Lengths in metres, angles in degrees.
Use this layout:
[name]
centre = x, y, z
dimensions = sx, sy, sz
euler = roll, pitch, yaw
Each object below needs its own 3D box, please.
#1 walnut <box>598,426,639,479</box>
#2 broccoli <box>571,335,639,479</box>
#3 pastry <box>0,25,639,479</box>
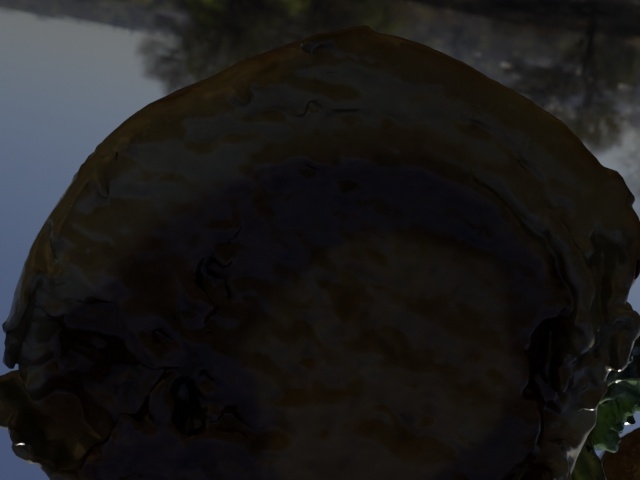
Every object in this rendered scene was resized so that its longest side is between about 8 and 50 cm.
[walnut]
centre = 0.430, 0.316, 1.701
dimensions = 0.203, 0.203, 0.298
euler = 15, 176, 18
[broccoli]
centre = 0.144, 0.222, 1.081
dimensions = 0.302, 0.375, 0.249
euler = 37, 159, 7
[pastry]
centre = 0.000, 0.031, 0.625
dimensions = 0.256, 0.237, 0.170
euler = 23, -179, -10
